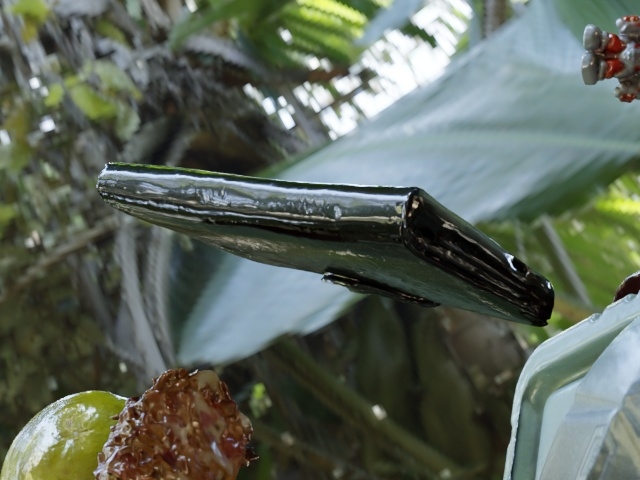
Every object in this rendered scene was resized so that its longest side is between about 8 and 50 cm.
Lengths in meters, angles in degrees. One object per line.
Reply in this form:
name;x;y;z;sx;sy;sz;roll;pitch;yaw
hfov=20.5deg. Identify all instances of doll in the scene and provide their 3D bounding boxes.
doll;0.294;-0.146;1.420;0.180;0.079;0.094;0;-87;-10

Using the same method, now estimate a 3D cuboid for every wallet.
wallet;0.000;0.000;1.185;0.172;0.318;0.045;29;-103;-41

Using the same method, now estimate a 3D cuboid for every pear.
pear;-0.170;0.193;1.337;0.149;0.149;0.162;33;-107;-38

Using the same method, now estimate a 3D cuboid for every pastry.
pastry;-0.090;0.145;0.964;0.063;0.169;0.087;-27;-57;33

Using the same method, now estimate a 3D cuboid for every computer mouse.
computer mouse;0.167;0.117;0.926;0.071;0.126;0.231;22;-78;-34

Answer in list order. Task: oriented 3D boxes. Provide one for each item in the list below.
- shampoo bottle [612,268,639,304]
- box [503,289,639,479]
shampoo bottle;0.348;0.035;1.583;0.323;0.084;0.129;-14;-77;-61
box;0.279;0.145;1.273;0.182;0.175;0.312;17;-24;-17
